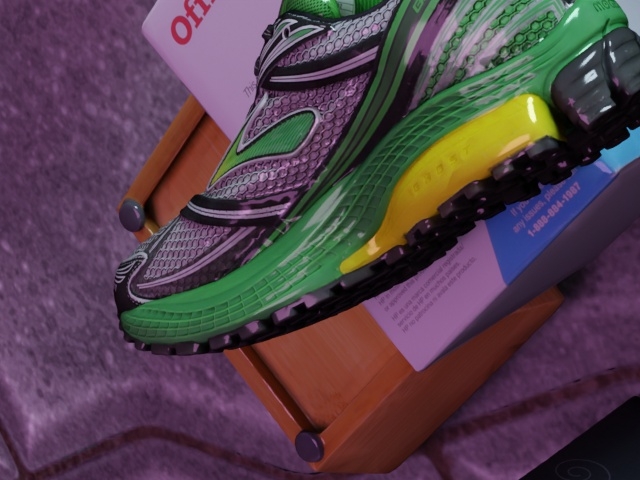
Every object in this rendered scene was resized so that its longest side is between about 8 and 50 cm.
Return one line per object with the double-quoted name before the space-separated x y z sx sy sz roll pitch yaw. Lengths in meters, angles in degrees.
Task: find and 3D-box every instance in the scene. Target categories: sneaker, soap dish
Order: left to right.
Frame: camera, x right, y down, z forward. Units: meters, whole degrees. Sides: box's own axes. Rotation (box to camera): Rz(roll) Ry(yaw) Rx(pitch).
"soap dish" 0.000 0.000 1.156 0.291 0.118 0.229 52 133 13
"sneaker" 0.010 -0.048 0.859 0.343 0.134 0.146 -35 78 35

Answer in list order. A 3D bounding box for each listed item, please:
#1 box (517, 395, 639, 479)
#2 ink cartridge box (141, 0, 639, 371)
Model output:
"box" 0.178 0.223 0.986 0.165 0.270 0.143 21 121 34
"ink cartridge box" 0.076 -0.110 0.984 0.270 0.197 0.198 51 133 12
